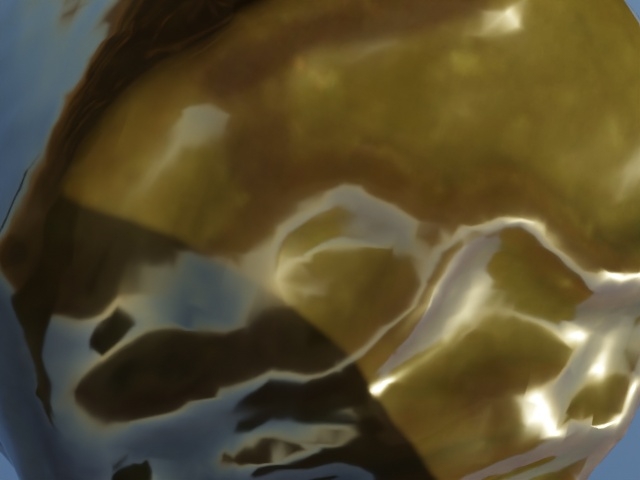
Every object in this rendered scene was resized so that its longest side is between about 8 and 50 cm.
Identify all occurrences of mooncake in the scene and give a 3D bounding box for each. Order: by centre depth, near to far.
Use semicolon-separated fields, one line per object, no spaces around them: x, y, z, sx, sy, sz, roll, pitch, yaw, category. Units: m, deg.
0.000;0.000;0.698;0.284;0.284;0.155;-1;-159;-25;mooncake
